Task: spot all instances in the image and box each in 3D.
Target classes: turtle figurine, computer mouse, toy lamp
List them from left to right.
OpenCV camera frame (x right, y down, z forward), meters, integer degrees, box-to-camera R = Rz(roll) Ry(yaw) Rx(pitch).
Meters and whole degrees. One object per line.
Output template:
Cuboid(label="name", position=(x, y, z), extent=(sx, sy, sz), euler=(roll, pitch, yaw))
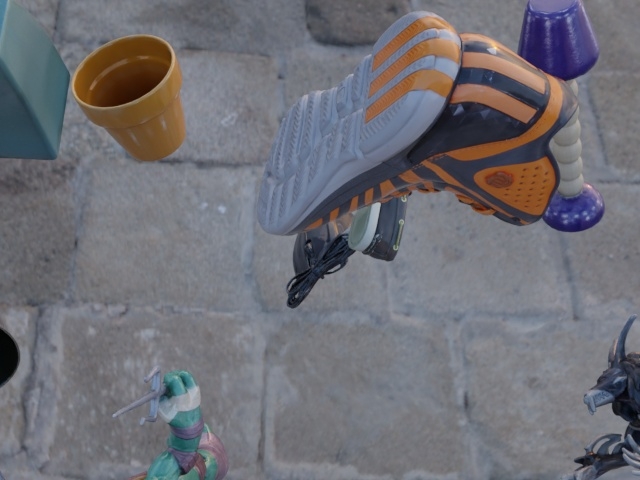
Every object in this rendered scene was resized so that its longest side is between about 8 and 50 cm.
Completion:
Cuboid(label="turtle figurine", position=(-0.138, 0.180, 0.630), extent=(0.175, 0.234, 0.118), euler=(-29, 75, 0))
Cuboid(label="computer mouse", position=(0.000, 0.000, 1.673), extent=(0.072, 0.188, 0.272), euler=(42, 19, -11))
Cuboid(label="toy lamp", position=(0.244, -0.125, 0.903), extent=(0.080, 0.274, 0.080), euler=(-10, 44, 10))

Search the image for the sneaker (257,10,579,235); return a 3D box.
Cuboid(label="sneaker", position=(0.074, -0.054, 0.712), extent=(0.180, 0.321, 0.124), euler=(17, 73, -23))

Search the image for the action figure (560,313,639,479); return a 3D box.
Cuboid(label="action figure", position=(0.312, 0.208, 0.833), extent=(0.141, 0.164, 0.275), euler=(-12, 59, -17))

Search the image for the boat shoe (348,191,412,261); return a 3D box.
Cuboid(label="boat shoe", position=(0.104, -0.077, 1.340), extent=(0.069, 0.081, 0.227), euler=(25, 68, -19))

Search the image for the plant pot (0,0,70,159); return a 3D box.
Cuboid(label="plant pot", position=(-0.488, -0.251, 1.327), extent=(0.165, 0.234, 0.165), euler=(2, 65, -2))

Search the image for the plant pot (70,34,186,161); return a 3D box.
Cuboid(label="plant pot", position=(-0.351, -0.262, 1.744), extent=(0.205, 0.188, 0.205), euler=(-8, 51, 10))

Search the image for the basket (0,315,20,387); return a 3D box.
Cuboid(label="basket", position=(-0.532, 0.083, 1.214), extent=(0.154, 0.204, 0.227), euler=(-39, 57, 2))
